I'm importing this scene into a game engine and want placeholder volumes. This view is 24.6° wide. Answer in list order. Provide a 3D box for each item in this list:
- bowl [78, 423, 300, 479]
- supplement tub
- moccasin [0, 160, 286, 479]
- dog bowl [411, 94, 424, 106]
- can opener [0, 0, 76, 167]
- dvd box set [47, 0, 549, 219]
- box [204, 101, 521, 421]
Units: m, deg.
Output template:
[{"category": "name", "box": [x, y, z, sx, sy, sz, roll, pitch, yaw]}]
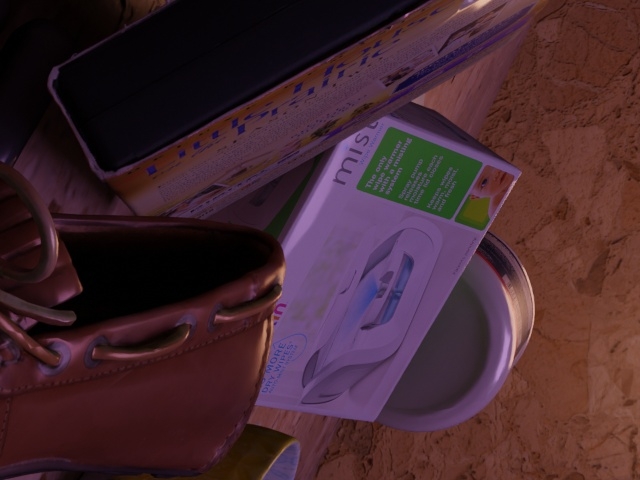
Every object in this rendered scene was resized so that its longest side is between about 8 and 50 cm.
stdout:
[{"category": "bowl", "box": [-0.150, 0.275, 1.314, 0.289, 0.156, 0.289, -61, 170, -19]}, {"category": "supplement tub", "box": [0.115, 0.076, 1.488, 0.191, 0.191, 0.272, -67, 170, 10]}, {"category": "moccasin", "box": [-0.146, 0.022, 0.561, 0.380, 0.139, 0.147, 11, 109, -48]}, {"category": "dog bowl", "box": [0.001, -0.056, 1.437, 0.265, 0.104, 0.265, -60, 169, -21]}, {"category": "can opener", "box": [-0.212, 0.007, 0.675, 0.280, 0.074, 0.093, -61, -156, -10]}, {"category": "dvd box set", "box": [0.010, -0.109, 0.855, 0.307, 0.062, 0.420, -30, 178, -4]}, {"category": "box", "box": [0.000, 0.000, 1.211, 0.231, 0.127, 0.262, 17, 107, -50]}]
